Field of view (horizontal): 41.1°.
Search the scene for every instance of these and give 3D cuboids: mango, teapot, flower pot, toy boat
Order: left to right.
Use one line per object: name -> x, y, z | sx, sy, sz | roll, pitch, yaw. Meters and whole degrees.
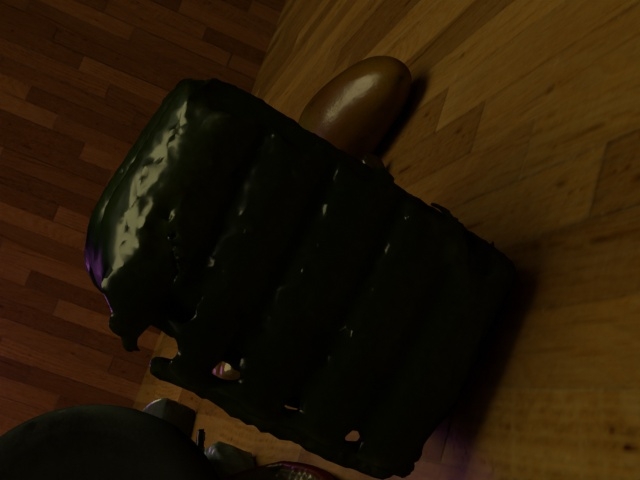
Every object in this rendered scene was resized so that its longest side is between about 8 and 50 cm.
teapot -> -0.210, 0.313, 0.731 | 0.285, 0.224, 0.305 | 110, -174, -64
flower pot -> -0.353, 0.442, 1.800 | 0.108, 0.103, 0.229 | -88, 24, -53
toy boat -> -0.041, 0.269, 0.823 | 0.392, 0.136, 0.079 | 149, 106, -77
mango -> 0.046, -0.174, 1.202 | 0.253, 0.113, 0.138 | -31, 34, 57

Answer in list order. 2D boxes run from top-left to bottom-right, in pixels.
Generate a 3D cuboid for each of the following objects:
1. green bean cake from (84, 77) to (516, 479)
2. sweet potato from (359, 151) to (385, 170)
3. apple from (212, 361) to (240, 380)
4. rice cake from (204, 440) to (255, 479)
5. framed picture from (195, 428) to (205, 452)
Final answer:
green bean cake -> -0.033, 0.027, 0.746 | 0.218, 0.335, 0.319 | -59, 10, -3
sweet potato -> -0.006, -0.003, 1.183 | 0.285, 0.085, 0.112 | -60, 11, 29
apple -> -0.096, 0.172, 1.219 | 0.126, 0.102, 0.126 | -60, 15, 27
rice cake -> -0.114, 0.322, 1.134 | 0.063, 0.069, 0.206 | -67, 16, -3
framed picture -> -0.154, 0.373, 1.046 | 0.324, 0.013, 0.244 | 116, 154, -68
